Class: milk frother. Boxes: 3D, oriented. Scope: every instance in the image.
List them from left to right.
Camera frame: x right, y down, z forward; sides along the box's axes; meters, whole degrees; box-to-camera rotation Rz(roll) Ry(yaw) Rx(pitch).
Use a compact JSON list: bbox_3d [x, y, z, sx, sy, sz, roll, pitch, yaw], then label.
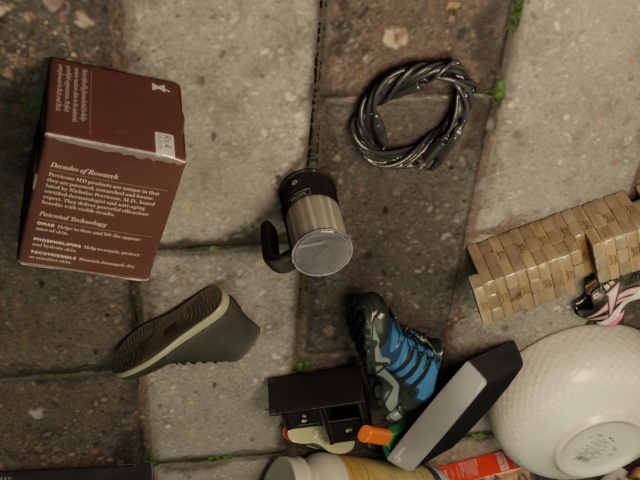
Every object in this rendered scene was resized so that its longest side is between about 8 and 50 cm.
[{"bbox_3d":[0.000,0.000,1.450,0.143,0.134,0.129,29,120,-32],"label":"milk frother"}]

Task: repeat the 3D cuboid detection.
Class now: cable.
[{"bbox_3d":[0.126,-0.173,1.391,0.150,0.047,0.184,16,128,-18],"label":"cable"}]

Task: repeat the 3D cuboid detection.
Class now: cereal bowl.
[{"bbox_3d":[0.469,0.309,1.819,0.339,0.141,0.339,-7,132,-7],"label":"cereal bowl"}]

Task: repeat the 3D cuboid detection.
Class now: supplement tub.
[{"bbox_3d":[0.065,0.496,1.838,0.316,0.228,0.228,12,127,-21],"label":"supplement tub"}]

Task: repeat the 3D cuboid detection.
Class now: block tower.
[{"bbox_3d":[0.384,0.015,1.574,0.335,0.097,0.091,-21,132,4],"label":"block tower"}]

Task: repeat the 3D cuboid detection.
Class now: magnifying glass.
[{"bbox_3d":[0.121,0.337,1.775,0.092,0.026,0.231,-60,152,1],"label":"magnifying glass"}]

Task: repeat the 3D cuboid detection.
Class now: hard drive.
[{"bbox_3d":[0.231,0.283,1.749,0.172,0.054,0.254,-13,144,-50],"label":"hard drive"}]

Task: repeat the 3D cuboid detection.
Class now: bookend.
[{"bbox_3d":[0.003,0.290,1.740,0.157,0.072,0.156,-8,139,4],"label":"bookend"}]

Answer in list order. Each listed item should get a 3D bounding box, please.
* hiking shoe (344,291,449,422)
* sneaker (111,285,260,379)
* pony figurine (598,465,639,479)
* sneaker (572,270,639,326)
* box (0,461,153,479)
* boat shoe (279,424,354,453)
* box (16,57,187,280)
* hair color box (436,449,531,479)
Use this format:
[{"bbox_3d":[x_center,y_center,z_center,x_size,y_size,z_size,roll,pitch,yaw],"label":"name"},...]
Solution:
[{"bbox_3d":[0.125,0.167,1.656,0.132,0.113,0.304,-24,141,-3],"label":"hiking shoe"},{"bbox_3d":[-0.204,0.169,1.591,0.222,0.083,0.118,-30,130,14],"label":"sneaker"},{"bbox_3d":[0.672,0.530,1.952,0.363,0.351,0.303,-49,159,26],"label":"pony figurine"},{"bbox_3d":[0.462,0.072,1.653,0.077,0.072,0.178,8,129,-16],"label":"sneaker"},{"bbox_3d":[-0.437,0.549,1.814,0.294,0.182,0.296,-2,131,-12],"label":"box"},{"bbox_3d":[-0.005,0.341,1.813,0.137,0.049,0.043,14,169,-26],"label":"boat shoe"},{"bbox_3d":[-0.274,-0.085,1.294,0.167,0.168,0.203,9,128,-18],"label":"box"},{"bbox_3d":[0.311,0.454,1.971,0.167,0.053,0.093,-16,131,1],"label":"hair color box"}]
